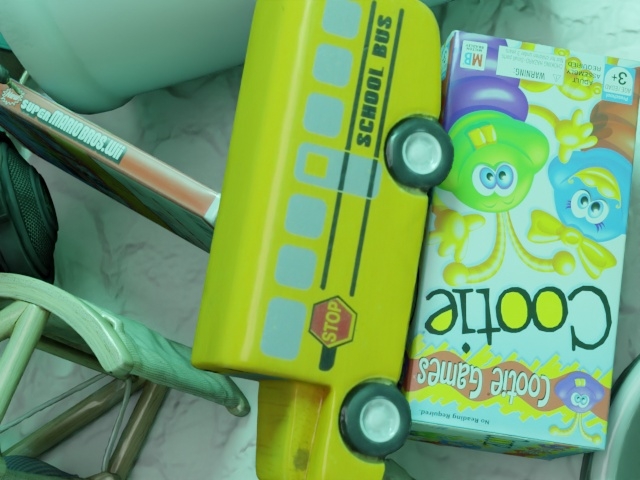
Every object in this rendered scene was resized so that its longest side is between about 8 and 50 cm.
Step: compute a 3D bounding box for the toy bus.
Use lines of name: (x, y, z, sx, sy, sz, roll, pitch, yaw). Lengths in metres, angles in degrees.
toy bus: (0.000, 0.000, 1.029, 0.130, 0.108, 0.332, 13, 81, -20)

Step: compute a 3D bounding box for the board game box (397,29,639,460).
board game box: (0.132, 0.009, 1.109, 0.142, 0.144, 0.275, 9, 78, -5)

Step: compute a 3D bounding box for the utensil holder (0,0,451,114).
utensil holder: (-0.049, -0.297, 1.172, 0.386, 0.327, 0.327, -13, 73, 11)

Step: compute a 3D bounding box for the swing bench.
swing bench: (-0.221, 0.145, 1.147, 0.165, 0.253, 0.254, 41, 90, 22)

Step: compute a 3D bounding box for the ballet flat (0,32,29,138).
ballet flat: (-0.288, -0.161, 1.341, 0.086, 0.086, 0.248, 18, 84, 21)

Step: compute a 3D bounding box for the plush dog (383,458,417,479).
plush dog: (0.055, 0.314, 1.083, 0.225, 0.211, 0.262, -50, 39, 15)

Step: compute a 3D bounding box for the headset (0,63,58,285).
headset: (-0.311, -0.028, 1.144, 0.243, 0.394, 0.185, -16, 88, -29)

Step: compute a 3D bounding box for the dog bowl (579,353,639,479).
dog bowl: (0.342, 0.184, 1.044, 0.349, 0.102, 0.348, -4, 76, 16)

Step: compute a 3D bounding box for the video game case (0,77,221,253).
video game case: (-0.159, -0.054, 1.205, 0.285, 0.204, 0.025, 28, 82, 21)
